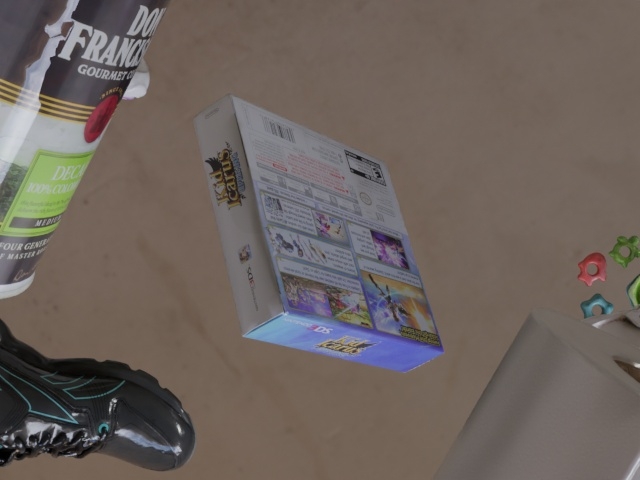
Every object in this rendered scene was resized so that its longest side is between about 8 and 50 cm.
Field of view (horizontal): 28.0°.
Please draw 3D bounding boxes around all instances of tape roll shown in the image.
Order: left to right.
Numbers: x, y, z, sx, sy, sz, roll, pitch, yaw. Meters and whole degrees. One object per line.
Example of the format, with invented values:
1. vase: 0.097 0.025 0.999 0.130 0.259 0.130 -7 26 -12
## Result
1. tape roll: 0.192 0.172 0.773 0.246 0.246 0.169 14 107 -59

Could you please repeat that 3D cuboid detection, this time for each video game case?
1. video game case: 0.000 0.000 1.319 0.061 0.244 0.270 -32 150 29

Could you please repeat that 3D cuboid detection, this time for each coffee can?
1. coffee can: -0.243 -0.125 0.926 0.201 0.201 0.275 6 118 -55

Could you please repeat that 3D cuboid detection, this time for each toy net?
1. toy net: 0.342 0.096 1.633 0.232 0.122 0.045 -36 179 -5

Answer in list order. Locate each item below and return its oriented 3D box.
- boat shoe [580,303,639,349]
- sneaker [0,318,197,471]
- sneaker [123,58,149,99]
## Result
1. boat shoe: 0.353 0.102 1.326 0.277 0.098 0.096 -7 157 -38
2. sneaker: -0.226 0.138 1.012 0.267 0.106 0.101 25 134 -17
3. sneaker: -0.290 -0.307 1.569 0.152 0.305 0.114 -45 159 27
